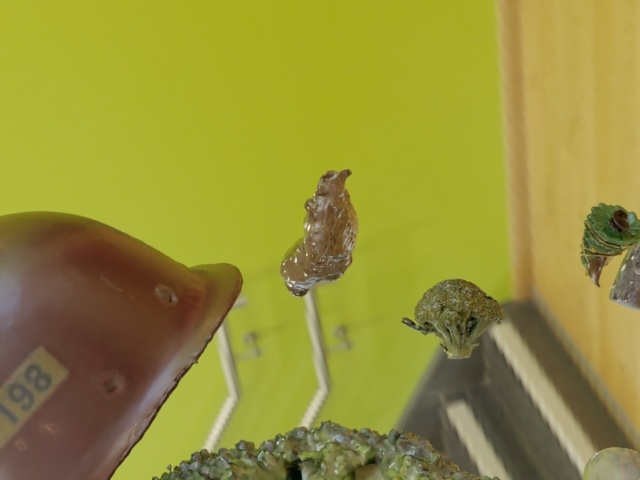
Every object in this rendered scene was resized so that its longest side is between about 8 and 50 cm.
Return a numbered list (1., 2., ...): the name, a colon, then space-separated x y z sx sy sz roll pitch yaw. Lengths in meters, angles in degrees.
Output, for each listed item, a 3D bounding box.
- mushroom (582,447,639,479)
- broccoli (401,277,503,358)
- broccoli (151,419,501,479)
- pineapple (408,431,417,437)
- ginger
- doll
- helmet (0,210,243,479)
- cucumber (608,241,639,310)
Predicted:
1. mushroom: 0.364 0.324 1.574 0.096 0.099 0.278 38 -170 -30
2. broccoli: 0.202 0.116 2.148 0.130 0.131 0.120 -20 74 50
3. broccoli: 0.026 0.274 1.139 0.249 0.375 0.302 -54 26 28
4. pineapple: 0.124 0.296 1.948 0.124 0.058 0.058 55 -166 -63
5. ginger: 0.000 -0.001 1.680 0.290 0.084 0.122 96 -175 -74
6. doll: 0.363 0.003 1.901 0.113 0.076 0.078 -47 31 38
7. helmet: -0.287 0.095 1.329 0.230 0.385 0.337 44 -174 -18
8. cucumber: 0.462 0.047 2.093 0.112 0.064 0.064 -64 21 11
